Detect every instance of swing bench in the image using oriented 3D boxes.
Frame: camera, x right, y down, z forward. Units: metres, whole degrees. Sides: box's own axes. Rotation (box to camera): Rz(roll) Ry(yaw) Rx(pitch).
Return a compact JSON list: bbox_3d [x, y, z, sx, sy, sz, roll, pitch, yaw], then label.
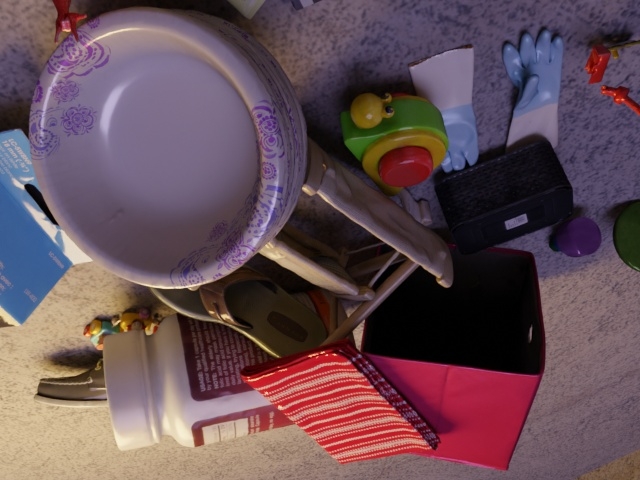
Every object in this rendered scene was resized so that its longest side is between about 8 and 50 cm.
[{"bbox_3d":[0.000,0.000,0.885,0.253,0.165,0.255,34,126,-29],"label":"swing bench"}]

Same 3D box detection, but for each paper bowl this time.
[{"bbox_3d":[-0.153,-0.102,0.703,0.284,0.148,0.284,5,109,14],"label":"paper bowl"}]

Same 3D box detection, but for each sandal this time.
[{"bbox_3d":[-0.118,0.085,0.982,0.303,0.120,0.086,27,160,-4],"label":"sandal"}]

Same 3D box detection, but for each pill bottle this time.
[{"bbox_3d":[-0.151,0.219,1.098,0.392,0.224,0.224,-8,144,-14],"label":"pill bottle"}]

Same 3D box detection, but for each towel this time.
[{"bbox_3d":[0.031,0.254,0.971,0.199,0.031,0.275,-21,124,32],"label":"towel"}]

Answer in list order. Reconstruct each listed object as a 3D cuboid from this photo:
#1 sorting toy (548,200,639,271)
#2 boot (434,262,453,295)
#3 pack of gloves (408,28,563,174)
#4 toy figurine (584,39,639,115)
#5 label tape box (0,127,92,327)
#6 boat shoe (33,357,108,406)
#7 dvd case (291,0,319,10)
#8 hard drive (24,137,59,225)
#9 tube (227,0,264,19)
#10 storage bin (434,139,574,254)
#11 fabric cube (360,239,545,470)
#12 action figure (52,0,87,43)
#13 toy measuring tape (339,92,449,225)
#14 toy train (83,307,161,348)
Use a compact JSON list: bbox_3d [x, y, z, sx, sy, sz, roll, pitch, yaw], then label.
[{"bbox_3d":[0.577,0.003,1.167,0.366,0.127,0.126,0,171,-10],"label":"sorting toy"},{"bbox_3d":[0.300,0.105,1.197,0.258,0.095,0.123,1,142,-7],"label":"boot"},{"bbox_3d":[0.234,-0.166,0.872,0.195,0.046,0.232,-17,143,6],"label":"pack of gloves"},{"bbox_3d":[0.505,-0.266,0.707,0.363,0.191,0.217,-9,138,-6],"label":"toy figurine"},{"bbox_3d":[-0.468,0.006,0.798,0.334,0.105,0.240,-7,139,12],"label":"label tape box"},{"bbox_3d":[-0.384,0.268,1.241,0.305,0.091,0.109,2,178,-14],"label":"boat shoe"},{"bbox_3d":[0.055,-0.302,0.611,0.221,0.018,0.164,-19,169,10],"label":"dvd case"},{"bbox_3d":[-0.292,-0.063,0.858,0.255,0.054,0.172,1,141,-15],"label":"hard drive"},{"bbox_3d":[-0.126,-0.298,0.595,0.070,0.062,0.240,2,166,45],"label":"tube"},{"bbox_3d":[0.277,-0.060,0.975,0.180,0.084,0.122,-21,152,13],"label":"storage bin"},{"bbox_3d":[0.202,0.180,1.052,0.259,0.254,0.258,6,132,9],"label":"fabric cube"},{"bbox_3d":[-0.309,-0.243,0.557,0.281,0.139,0.091,-8,144,-9],"label":"action figure"},{"bbox_3d":[0.132,-0.107,0.877,0.121,0.121,0.330,-25,150,17],"label":"toy measuring tape"},{"bbox_3d":[-0.339,0.178,1.170,0.166,0.046,0.125,-11,143,-1],"label":"toy train"}]
